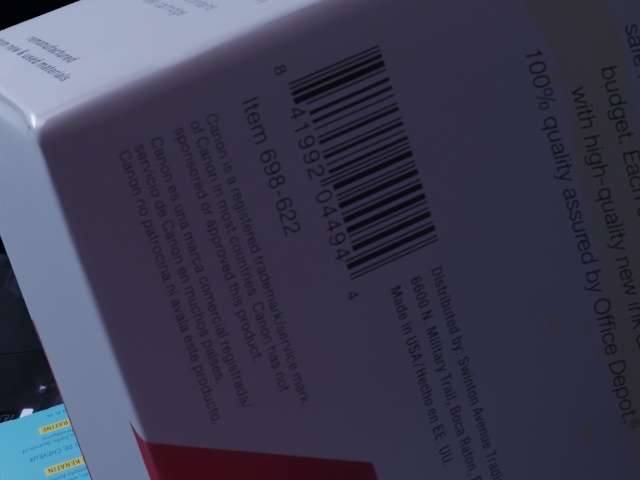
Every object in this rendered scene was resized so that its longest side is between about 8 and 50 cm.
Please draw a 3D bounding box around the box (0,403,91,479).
[{"bbox_3d":[-0.097,0.164,0.993,0.101,0.060,0.244,-17,30,-9],"label":"box"}]

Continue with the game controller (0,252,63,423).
[{"bbox_3d":[-0.215,0.134,1.177,0.166,0.067,0.319,-1,52,25],"label":"game controller"}]

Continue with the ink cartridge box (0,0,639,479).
[{"bbox_3d":[0.072,-0.012,0.867,0.385,0.279,0.160,-24,21,-17],"label":"ink cartridge box"}]
